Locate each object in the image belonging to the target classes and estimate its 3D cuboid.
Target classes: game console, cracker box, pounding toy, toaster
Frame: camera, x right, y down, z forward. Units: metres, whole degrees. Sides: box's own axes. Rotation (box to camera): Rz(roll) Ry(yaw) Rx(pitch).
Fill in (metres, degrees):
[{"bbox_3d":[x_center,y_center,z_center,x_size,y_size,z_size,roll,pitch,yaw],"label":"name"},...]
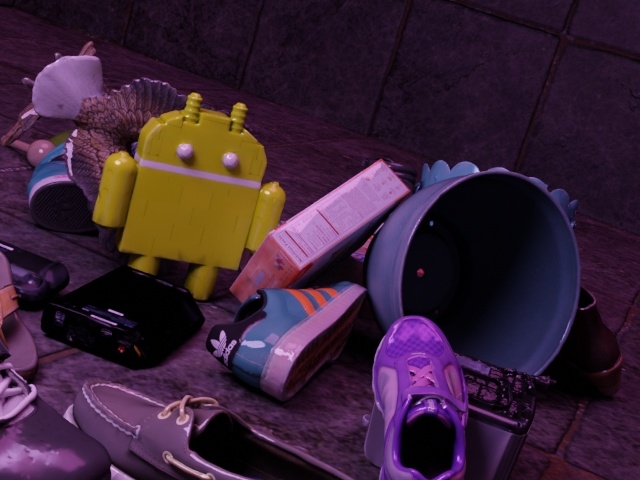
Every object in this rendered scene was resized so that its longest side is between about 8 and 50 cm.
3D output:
[{"bbox_3d":[-0.325,0.049,1.221,0.361,0.044,0.213,20,13,8],"label":"game console"},{"bbox_3d":[0.000,0.000,1.373,0.232,0.156,0.067,-34,80,-37],"label":"cracker box"},{"bbox_3d":[-0.432,-0.187,1.853,0.236,0.110,0.183,6,18,-39],"label":"pounding toy"},{"bbox_3d":[0.148,0.190,1.106,0.185,0.110,0.168,20,15,10],"label":"toaster"}]

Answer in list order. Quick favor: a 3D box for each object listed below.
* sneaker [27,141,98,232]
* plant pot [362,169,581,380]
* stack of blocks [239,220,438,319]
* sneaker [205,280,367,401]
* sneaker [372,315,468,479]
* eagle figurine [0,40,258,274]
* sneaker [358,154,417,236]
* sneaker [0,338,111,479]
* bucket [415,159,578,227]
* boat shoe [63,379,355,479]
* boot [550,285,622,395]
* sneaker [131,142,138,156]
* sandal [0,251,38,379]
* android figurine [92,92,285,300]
[{"bbox_3d":[-0.311,-0.076,1.574,0.295,0.124,0.178,8,26,-28],"label":"sneaker"},{"bbox_3d":[0.177,0.050,1.390,0.293,0.293,0.196,9,0,-29],"label":"plant pot"},{"bbox_3d":[0.032,0.043,1.574,0.297,0.087,0.171,12,15,-20],"label":"stack of blocks"},{"bbox_3d":[-0.034,0.097,1.249,0.121,0.108,0.302,26,17,14],"label":"sneaker"},{"bbox_3d":[0.097,0.160,0.951,0.095,0.105,0.236,1,49,2],"label":"sneaker"},{"bbox_3d":[-0.254,-0.130,1.388,0.298,0.226,0.225,43,45,4],"label":"eagle figurine"},{"bbox_3d":[0.081,-0.066,1.785,0.104,0.147,0.295,15,-10,-27],"label":"sneaker"},{"bbox_3d":[-0.313,0.105,0.820,0.330,0.146,0.122,21,13,7],"label":"sneaker"},{"bbox_3d":[0.284,-0.010,1.744,0.281,0.183,0.281,15,-6,2],"label":"bucket"},{"bbox_3d":[-0.093,0.186,0.871,0.305,0.091,0.109,25,16,27],"label":"boat shoe"},{"bbox_3d":[0.359,0.102,1.529,0.090,0.207,0.248,-32,36,-7],"label":"boot"},{"bbox_3d":[-0.324,-0.193,2.022,0.261,0.104,0.125,15,16,-8],"label":"sneaker"},{"bbox_3d":[-0.341,0.063,1.052,0.090,0.060,0.219,3,35,-23],"label":"sandal"},{"bbox_3d":[-0.167,-0.056,1.336,0.248,0.273,0.056,12,15,-25],"label":"android figurine"}]
